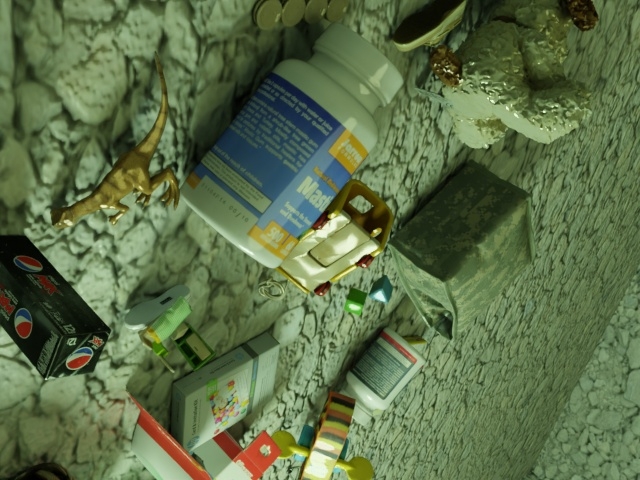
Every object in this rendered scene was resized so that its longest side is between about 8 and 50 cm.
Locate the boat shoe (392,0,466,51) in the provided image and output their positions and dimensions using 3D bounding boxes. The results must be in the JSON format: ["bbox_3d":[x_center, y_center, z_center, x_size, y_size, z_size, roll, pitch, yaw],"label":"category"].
[{"bbox_3d":[0.153,-0.291,1.117,0.135,0.050,0.045,-38,142,-22],"label":"boat shoe"}]

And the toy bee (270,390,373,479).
[{"bbox_3d":[0.003,0.441,1.558,0.162,0.195,0.299,-75,162,-53],"label":"toy bee"}]

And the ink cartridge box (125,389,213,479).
[{"bbox_3d":[-0.209,0.329,1.169,0.056,0.181,0.225,-44,149,-19],"label":"ink cartridge box"}]

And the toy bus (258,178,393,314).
[{"bbox_3d":[0.011,-0.002,1.178,0.104,0.202,0.191,-65,158,-45],"label":"toy bus"}]

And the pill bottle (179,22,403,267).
[{"bbox_3d":[-0.028,-0.115,0.963,0.272,0.152,0.152,-51,150,1],"label":"pill bottle"}]

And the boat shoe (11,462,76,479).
[{"bbox_3d":[-0.360,0.370,1.059,0.130,0.132,0.355,-56,151,9],"label":"boat shoe"}]

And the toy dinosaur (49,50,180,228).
[{"bbox_3d":[-0.195,-0.078,0.866,0.211,0.064,0.112,-51,149,-1],"label":"toy dinosaur"}]

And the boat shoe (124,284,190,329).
[{"bbox_3d":[-0.211,0.094,1.060,0.100,0.035,0.035,-34,144,-39],"label":"boat shoe"}]

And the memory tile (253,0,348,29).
[{"bbox_3d":[-0.012,-0.298,0.925,0.148,0.012,0.113,-19,137,-42],"label":"memory tile"}]

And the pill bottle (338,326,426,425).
[{"bbox_3d":[0.114,0.271,1.614,0.180,0.108,0.108,-49,150,-4],"label":"pill bottle"}]

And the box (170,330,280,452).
[{"bbox_3d":[-0.151,0.241,1.295,0.186,0.038,0.145,-25,140,-36],"label":"box"}]

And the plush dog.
[{"bbox_3d":[0.280,-0.278,1.188,0.210,0.262,0.225,39,76,-22],"label":"plush dog"}]

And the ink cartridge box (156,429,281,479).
[{"bbox_3d":[-0.184,0.400,1.380,0.231,0.078,0.134,-43,149,-14],"label":"ink cartridge box"}]

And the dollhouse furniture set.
[{"bbox_3d":[-0.182,0.132,1.069,0.076,0.058,0.152,-40,167,-11],"label":"dollhouse furniture set"}]

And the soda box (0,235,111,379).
[{"bbox_3d":[-0.279,0.061,0.796,0.060,0.169,0.053,1,123,-54],"label":"soda box"}]

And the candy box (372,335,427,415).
[{"bbox_3d":[0.148,0.297,1.768,0.105,0.027,0.206,5,119,-58],"label":"candy box"}]

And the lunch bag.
[{"bbox_3d":[0.272,0.035,1.514,0.235,0.169,0.287,-44,145,-13],"label":"lunch bag"}]
